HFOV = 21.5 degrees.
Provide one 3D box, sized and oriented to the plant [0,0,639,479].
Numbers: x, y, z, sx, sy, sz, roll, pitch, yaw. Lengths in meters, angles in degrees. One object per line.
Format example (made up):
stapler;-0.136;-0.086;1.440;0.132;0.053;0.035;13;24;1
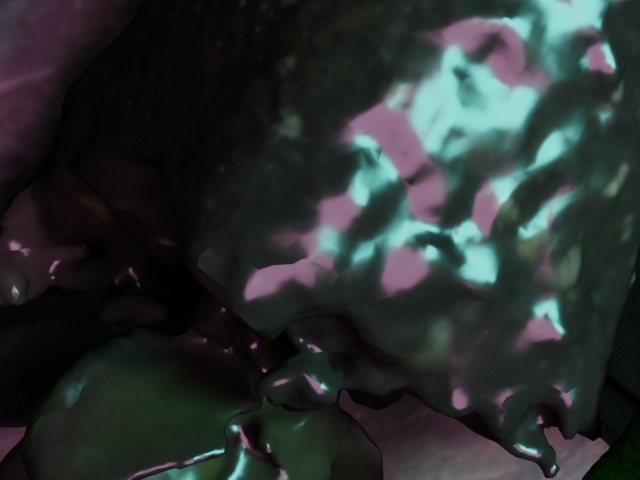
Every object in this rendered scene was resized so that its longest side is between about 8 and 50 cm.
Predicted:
plant;0.000;0.000;0.599;0.199;0.188;0.276;25;99;-31

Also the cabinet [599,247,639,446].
cabinet;0.221;0.018;0.745;0.206;0.150;0.145;0;113;-26

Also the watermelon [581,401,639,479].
watermelon;0.161;0.074;0.602;0.123;0.129;0.301;38;98;-2
